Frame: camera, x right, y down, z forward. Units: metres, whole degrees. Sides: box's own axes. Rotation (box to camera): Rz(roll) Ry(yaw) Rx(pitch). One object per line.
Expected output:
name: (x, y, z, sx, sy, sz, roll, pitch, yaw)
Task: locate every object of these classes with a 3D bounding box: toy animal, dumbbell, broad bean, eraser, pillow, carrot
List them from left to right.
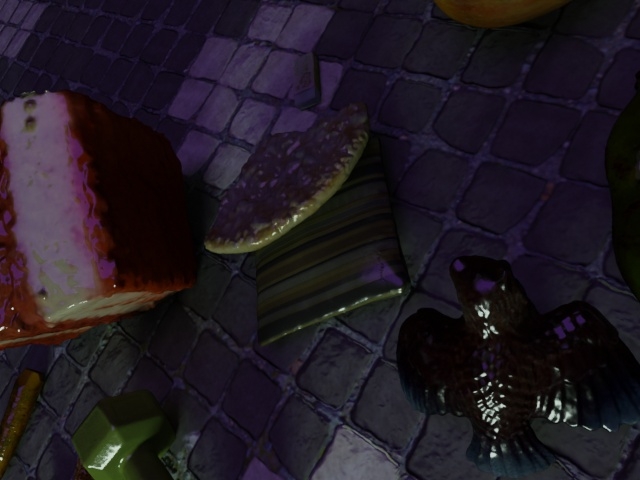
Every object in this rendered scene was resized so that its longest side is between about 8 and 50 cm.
carrot: (-0.476, 0.284, 0.894, 0.042, 0.042, 0.170, 11, 78, 36)
dumbbell: (-0.172, 0.299, 0.646, 0.302, 0.121, 0.108, 37, 120, 38)
eraser: (-0.020, -0.231, 0.837, 0.038, 0.019, 0.083, -16, 61, 25)
pillow: (0.000, 0.000, 0.700, 0.208, 0.052, 0.212, -25, 56, 28)
toy animal: (0.150, 0.103, 0.482, 0.218, 0.179, 0.116, -2, 44, 32)
broad bean: (0.299, -0.030, 0.513, 0.077, 0.061, 0.339, -2, 68, 20)

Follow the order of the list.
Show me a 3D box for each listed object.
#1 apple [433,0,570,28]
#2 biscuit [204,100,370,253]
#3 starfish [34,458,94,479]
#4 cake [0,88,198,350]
apple: (0.208, -0.360, 0.610, 0.241, 0.242, 0.242, -22, 59, 16)
biscuit: (-0.043, -0.078, 0.720, 0.265, 0.040, 0.188, -39, 37, 8)
starfish: (-0.309, 0.376, 0.745, 0.227, 0.043, 0.240, -4, 70, 33)
cake: (-0.350, -0.008, 0.760, 0.319, 0.270, 0.269, -16, 83, 15)
